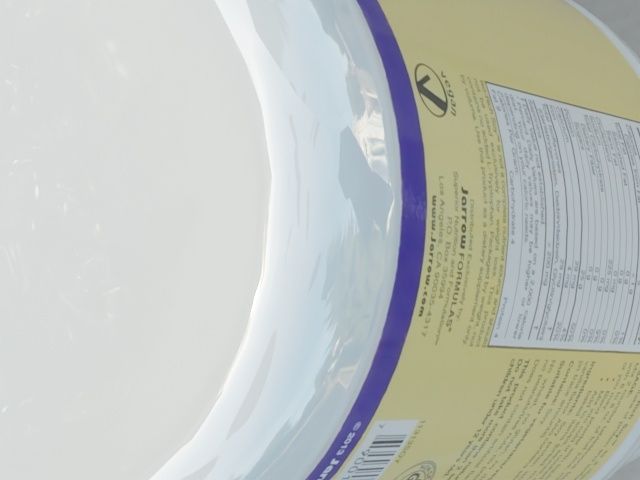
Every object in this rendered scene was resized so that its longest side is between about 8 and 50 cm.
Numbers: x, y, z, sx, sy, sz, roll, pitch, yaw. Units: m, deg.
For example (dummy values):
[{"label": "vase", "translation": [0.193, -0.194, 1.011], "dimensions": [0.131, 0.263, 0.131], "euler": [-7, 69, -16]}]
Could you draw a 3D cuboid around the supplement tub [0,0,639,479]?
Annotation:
[{"label": "supplement tub", "translation": [0.000, 0.000, 0.745], "dimensions": [0.241, 0.331, 0.241], "euler": [-3, 85, 34]}]
